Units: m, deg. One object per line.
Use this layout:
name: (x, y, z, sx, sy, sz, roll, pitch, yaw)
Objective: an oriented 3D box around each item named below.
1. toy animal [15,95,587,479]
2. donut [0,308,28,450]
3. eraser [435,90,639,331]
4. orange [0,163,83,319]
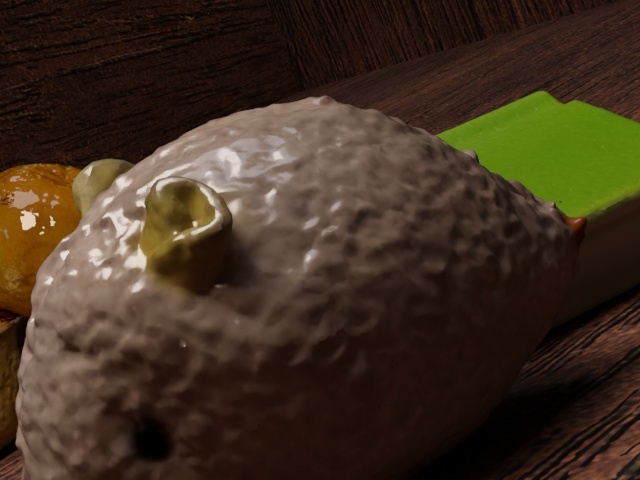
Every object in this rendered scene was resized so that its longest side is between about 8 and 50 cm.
toy animal: (-0.011, 0.036, 0.779, 0.358, 0.226, 0.188, -23, 11, -18)
donut: (-0.308, 0.129, 1.201, 0.151, 0.112, 0.295, -16, 12, 9)
eraser: (0.126, -0.012, 1.025, 0.274, 0.092, 0.210, -24, 32, -24)
orange: (-0.311, 0.007, 1.600, 0.219, 0.193, 0.219, 23, 2, -1)
